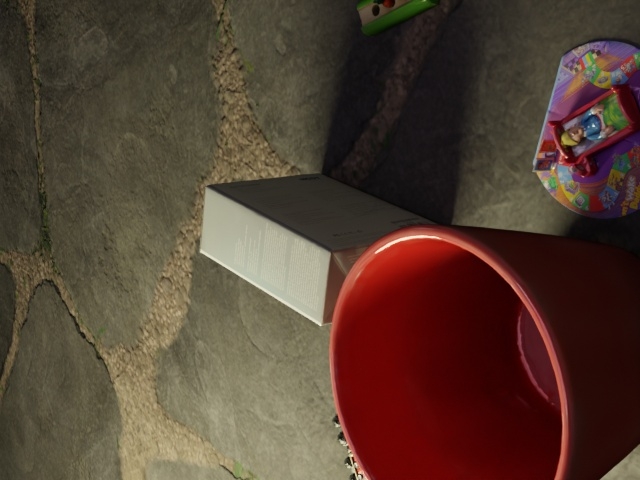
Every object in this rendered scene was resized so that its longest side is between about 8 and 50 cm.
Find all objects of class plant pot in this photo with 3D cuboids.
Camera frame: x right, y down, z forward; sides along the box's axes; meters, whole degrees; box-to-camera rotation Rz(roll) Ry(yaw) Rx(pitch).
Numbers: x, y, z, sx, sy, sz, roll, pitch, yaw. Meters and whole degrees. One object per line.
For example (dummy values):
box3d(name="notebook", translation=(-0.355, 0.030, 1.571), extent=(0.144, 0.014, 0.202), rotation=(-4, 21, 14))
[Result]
box3d(name="plant pot", translation=(0.182, 0.111, 0.852), extent=(0.275, 0.243, 0.274), rotation=(11, 104, 48))

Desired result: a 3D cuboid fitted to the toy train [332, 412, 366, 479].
box3d(name="toy train", translation=(0.053, 0.293, 1.206), extent=(0.036, 0.027, 0.158), rotation=(-25, 76, 38))

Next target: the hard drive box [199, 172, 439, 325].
box3d(name="hard drive box", translation=(0.000, 0.000, 1.098), extent=(0.232, 0.181, 0.089), rotation=(28, 118, 45))

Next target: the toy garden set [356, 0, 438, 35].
box3d(name="toy garden set", translation=(0.086, -0.375, 1.033), extent=(0.204, 0.049, 0.244), rotation=(-15, 85, 50))

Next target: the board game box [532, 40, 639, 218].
box3d(name="board game box", translation=(0.257, -0.102, 0.892), extent=(0.133, 0.033, 0.168), rotation=(32, 120, 42))
